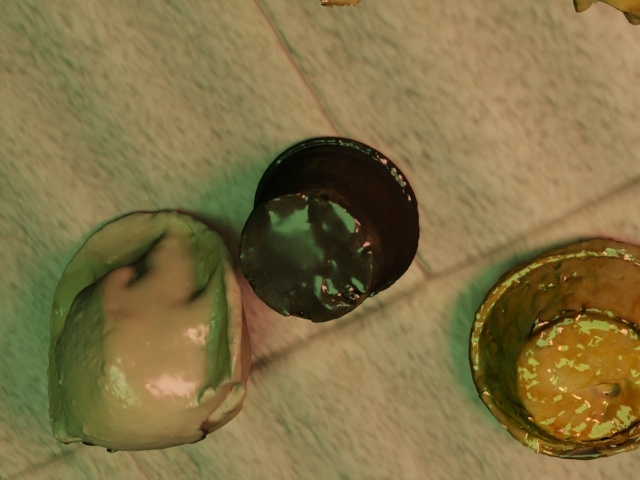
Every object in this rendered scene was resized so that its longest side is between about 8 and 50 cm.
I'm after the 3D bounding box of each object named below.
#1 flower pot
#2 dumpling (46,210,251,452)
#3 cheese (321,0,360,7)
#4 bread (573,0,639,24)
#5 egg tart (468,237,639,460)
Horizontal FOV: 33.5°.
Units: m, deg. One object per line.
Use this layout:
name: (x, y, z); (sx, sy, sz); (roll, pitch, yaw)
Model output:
flower pot: (0.000, 0.000, 0.922); (0.157, 0.107, 0.157); (7, 114, 15)
dumpling: (-0.177, 0.085, 0.993); (0.243, 0.175, 0.227); (-13, 77, 6)
cheese: (0.001, -0.276, 0.823); (0.123, 0.094, 0.167); (23, 112, 18)
bread: (0.282, -0.355, 0.626); (0.361, 0.250, 0.394); (-16, 102, 19)
egg tart: (0.228, 0.104, 0.906); (0.212, 0.090, 0.212); (4, 112, 11)
